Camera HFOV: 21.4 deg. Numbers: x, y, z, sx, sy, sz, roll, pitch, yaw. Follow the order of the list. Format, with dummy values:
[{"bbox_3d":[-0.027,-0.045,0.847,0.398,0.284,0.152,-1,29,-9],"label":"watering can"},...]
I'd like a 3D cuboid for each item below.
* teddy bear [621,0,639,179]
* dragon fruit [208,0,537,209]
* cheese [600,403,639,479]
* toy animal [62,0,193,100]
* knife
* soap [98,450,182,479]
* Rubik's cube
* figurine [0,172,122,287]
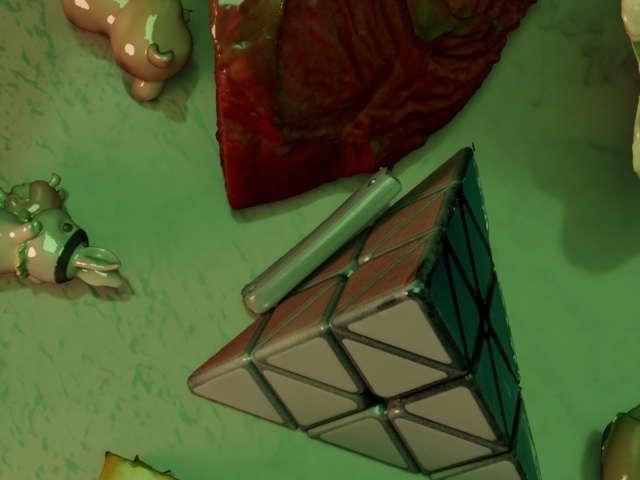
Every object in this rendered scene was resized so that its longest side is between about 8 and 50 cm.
[{"bbox_3d":[0.434,-0.216,1.317,0.362,0.375,0.327,-1,120,17],"label":"teddy bear"},{"bbox_3d":[0.030,-0.227,1.391,0.330,0.302,0.240,-21,48,-17],"label":"dragon fruit"},{"bbox_3d":[0.312,0.203,1.329,0.202,0.091,0.175,24,77,4],"label":"cheese"},{"bbox_3d":[-0.163,-0.184,1.418,0.089,0.083,0.150,-47,70,3],"label":"toy animal"},{"bbox_3d":[0.000,0.000,1.383,0.162,0.044,0.023,-42,107,5],"label":"knife"},{"bbox_3d":[-0.131,0.340,1.292,0.204,0.096,0.324,21,78,5],"label":"soap"},{"bbox_3d":[0.066,0.070,1.329,0.229,0.233,0.228,-2,30,-36],"label":"Rubik's cube"},{"bbox_3d":[-0.232,-0.012,1.376,0.146,0.081,0.098,0,77,0],"label":"figurine"}]
